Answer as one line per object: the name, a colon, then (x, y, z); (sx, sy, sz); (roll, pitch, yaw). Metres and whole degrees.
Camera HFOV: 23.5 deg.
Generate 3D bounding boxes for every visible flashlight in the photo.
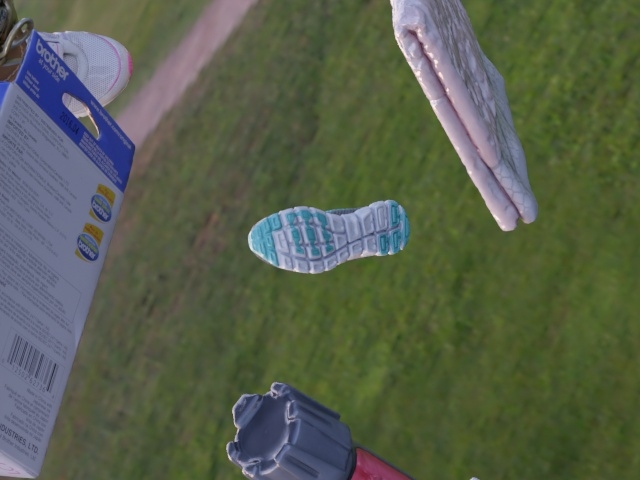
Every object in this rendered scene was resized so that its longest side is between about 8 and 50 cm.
flashlight: (0.066, 0.219, 1.224); (0.103, 0.304, 0.103); (-27, 41, 37)

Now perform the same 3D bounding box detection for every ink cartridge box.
ink cartridge box: (-0.247, 0.011, 1.218); (0.065, 0.186, 0.311); (3, 64, 27)

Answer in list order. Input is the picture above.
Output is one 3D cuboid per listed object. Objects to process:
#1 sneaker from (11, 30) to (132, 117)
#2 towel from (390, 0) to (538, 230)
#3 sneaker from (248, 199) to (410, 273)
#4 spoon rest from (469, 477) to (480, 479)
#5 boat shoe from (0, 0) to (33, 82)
sneaker: (-0.339, -0.187, 1.738); (0.111, 0.252, 0.103); (172, 91, -85)
towel: (0.160, -0.215, 1.807); (0.053, 0.317, 0.332); (-23, 33, 15)
sneaker: (0.000, 0.000, 1.444); (0.076, 0.166, 0.065); (-11, 83, 58)
spoon rest: (0.138, 0.336, 1.718); (0.137, 0.084, 0.276); (-62, 6, -27)
boat shoe: (-0.292, -0.168, 1.180); (0.104, 0.089, 0.285); (-53, -19, -1)
